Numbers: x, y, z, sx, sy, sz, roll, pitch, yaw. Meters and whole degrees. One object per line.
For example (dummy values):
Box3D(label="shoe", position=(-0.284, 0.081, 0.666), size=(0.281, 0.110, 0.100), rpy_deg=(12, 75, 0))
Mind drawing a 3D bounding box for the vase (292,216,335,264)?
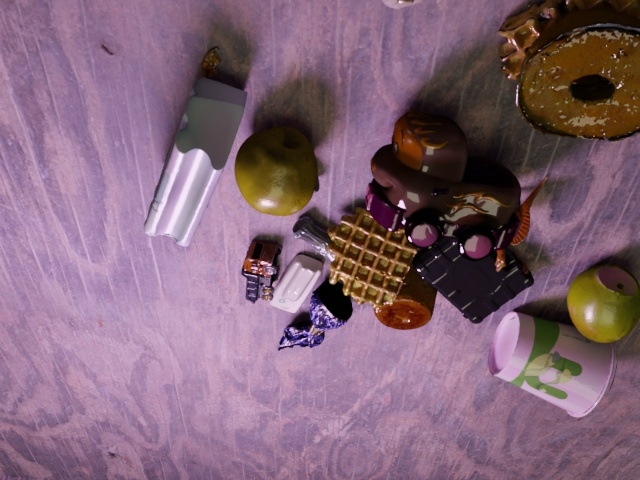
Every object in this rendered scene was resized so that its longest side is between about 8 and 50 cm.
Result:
Box3D(label="vase", position=(0.000, 0.000, 1.776), size=(0.149, 0.081, 0.081), rpy_deg=(36, 131, -25))

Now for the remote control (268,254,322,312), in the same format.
Box3D(label="remote control", position=(-0.069, 0.125, 1.943), size=(0.090, 0.049, 0.230), rpy_deg=(20, 139, -11))

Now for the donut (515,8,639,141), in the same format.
Box3D(label="donut", position=(0.484, -0.298, 1.268), size=(0.272, 0.107, 0.272), rpy_deg=(5, 138, 4))

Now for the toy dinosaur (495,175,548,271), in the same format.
Box3D(label="toy dinosaur", position=(0.446, -0.042, 1.617), size=(0.057, 0.142, 0.212), rpy_deg=(17, 135, -14))

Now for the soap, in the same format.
Box3D(label="soap", position=(-0.267, -0.173, 1.510), size=(0.115, 0.208, 0.347), rpy_deg=(18, 137, -15))

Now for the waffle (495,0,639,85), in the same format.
Box3D(label="waffle", position=(0.466, -0.381, 1.287), size=(0.283, 0.065, 0.309), rpy_deg=(4, 138, 2))

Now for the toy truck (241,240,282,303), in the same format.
Box3D(label="toy truck", position=(-0.159, 0.086, 1.885), size=(0.092, 0.083, 0.192), rpy_deg=(12, 140, 1))

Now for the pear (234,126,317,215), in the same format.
Box3D(label="pear", position=(-0.097, -0.146, 1.535), size=(0.198, 0.198, 0.198), rpy_deg=(4, 139, 3))

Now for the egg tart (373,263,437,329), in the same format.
Box3D(label="egg tart", position=(0.213, 0.140, 1.851), size=(0.203, 0.147, 0.202), rpy_deg=(5, 141, 4))

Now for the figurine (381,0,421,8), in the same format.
Box3D(label="figurine", position=(0.159, -0.487, 1.164), size=(0.182, 0.144, 0.257), rpy_deg=(15, 140, -41))

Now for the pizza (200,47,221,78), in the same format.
Box3D(label="pizza", position=(-0.223, -0.357, 1.439), size=(0.037, 0.016, 0.083), rpy_deg=(14, 137, -18))

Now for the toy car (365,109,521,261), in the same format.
Box3D(label="toy car", position=(0.270, -0.129, 1.488), size=(0.341, 0.271, 0.240), rpy_deg=(10, 119, -8))

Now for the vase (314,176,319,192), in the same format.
Box3D(label="vase", position=(-0.057, -0.129, 1.651), size=(0.101, 0.053, 0.053), rpy_deg=(-10, 137, 24))

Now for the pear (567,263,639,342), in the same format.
Box3D(label="pear", position=(0.711, 0.168, 1.788), size=(0.188, 0.187, 0.219), rpy_deg=(8, 132, -2))

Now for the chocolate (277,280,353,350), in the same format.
Box3D(label="chocolate", position=(-0.019, 0.245, 2.029), size=(0.148, 0.126, 0.343), rpy_deg=(-23, 161, -38))

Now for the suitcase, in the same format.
Box3D(label="suitcase", position=(0.382, 0.074, 1.772), size=(0.206, 0.066, 0.285), rpy_deg=(-40, 124, 16))

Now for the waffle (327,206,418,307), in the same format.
Box3D(label="waffle", position=(0.107, 0.040, 1.720), size=(0.219, 0.057, 0.229), rpy_deg=(24, 101, 2))

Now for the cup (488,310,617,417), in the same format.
Box3D(label="cup", position=(0.625, 0.323, 1.955), size=(0.274, 0.253, 0.253), rpy_deg=(21, 137, -4))
